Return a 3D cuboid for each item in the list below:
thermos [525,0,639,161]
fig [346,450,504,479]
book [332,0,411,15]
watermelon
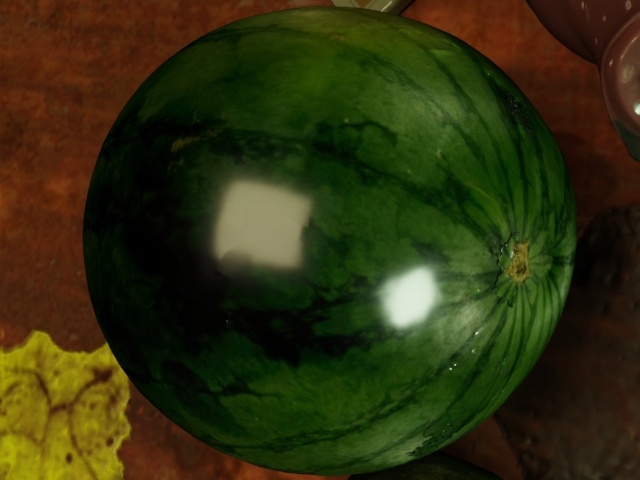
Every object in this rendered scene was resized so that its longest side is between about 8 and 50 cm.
[{"bbox_3d":[0.140,-0.193,0.551,0.136,0.109,0.330,-38,46,34],"label":"thermos"},{"bbox_3d":[0.087,0.176,0.589,0.178,0.117,0.117,14,89,12],"label":"fig"},{"bbox_3d":[0.027,-0.268,0.751,0.170,0.018,0.241,-43,61,18],"label":"book"},{"bbox_3d":[0.003,0.000,0.584,0.242,0.242,0.242,-7,77,31],"label":"watermelon"}]
